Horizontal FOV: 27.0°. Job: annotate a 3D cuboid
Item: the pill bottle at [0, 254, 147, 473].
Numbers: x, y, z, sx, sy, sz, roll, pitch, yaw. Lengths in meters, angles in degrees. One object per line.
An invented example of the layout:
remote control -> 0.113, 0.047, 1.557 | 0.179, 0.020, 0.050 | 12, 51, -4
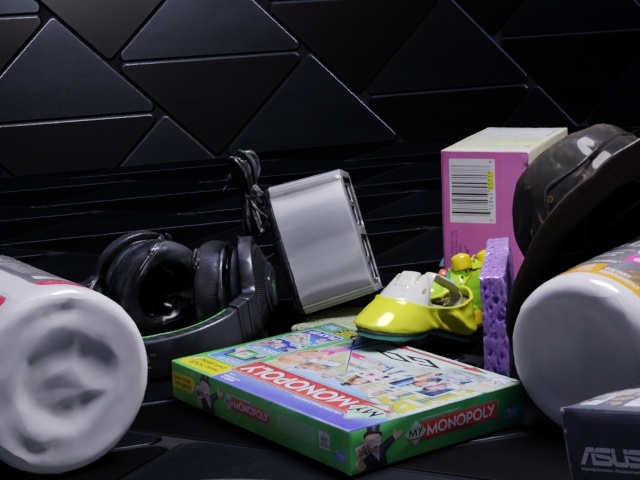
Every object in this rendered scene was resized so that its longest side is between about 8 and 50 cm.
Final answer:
pill bottle -> -0.317, 0.107, 1.325 | 0.176, 0.176, 0.318 | -10, 14, -33

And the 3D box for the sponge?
sponge -> 0.202, 0.074, 1.510 | 0.031, 0.117, 0.210 | -3, 11, 11

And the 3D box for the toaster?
toaster -> 0.000, 0.000, 1.688 | 0.110, 0.168, 0.186 | -18, -3, 7

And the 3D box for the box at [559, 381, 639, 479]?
box -> 0.437, 0.137, 1.028 | 0.318, 0.097, 0.395 | -14, 4, -36

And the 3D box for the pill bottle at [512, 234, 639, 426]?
pill bottle -> 0.325, 0.077, 1.318 | 0.162, 0.162, 0.278 | 7, 19, 39

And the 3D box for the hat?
hat -> 0.282, -0.025, 1.438 | 0.331, 0.331, 0.134 | -13, 45, -40

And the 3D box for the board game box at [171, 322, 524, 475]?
board game box -> 0.019, 0.152, 1.353 | 0.213, 0.046, 0.317 | -10, 13, -35

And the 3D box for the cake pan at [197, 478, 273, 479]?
cake pan -> -0.082, 0.237, 0.932 | 0.293, 0.054, 0.293 | -3, 11, 1

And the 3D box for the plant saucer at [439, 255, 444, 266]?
plant saucer -> 0.276, 0.029, 1.976 | 0.192, 0.018, 0.067 | 3, 13, 23

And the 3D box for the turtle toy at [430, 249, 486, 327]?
turtle toy -> 0.171, 0.065, 1.641 | 0.130, 0.095, 0.066 | -6, -8, -43

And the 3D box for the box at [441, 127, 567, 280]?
box -> 0.250, -0.033, 1.785 | 0.117, 0.213, 0.243 | 2, 13, 22

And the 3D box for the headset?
headset -> -0.163, 0.032, 1.642 | 0.243, 0.185, 0.394 | 3, 24, 26

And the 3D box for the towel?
towel -> 0.050, 0.104, 1.629 | 0.148, 0.027, 0.110 | 2, 13, 24

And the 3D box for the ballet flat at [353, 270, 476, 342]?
ballet flat -> 0.110, 0.073, 1.499 | 0.077, 0.077, 0.231 | 11, 1, 33
